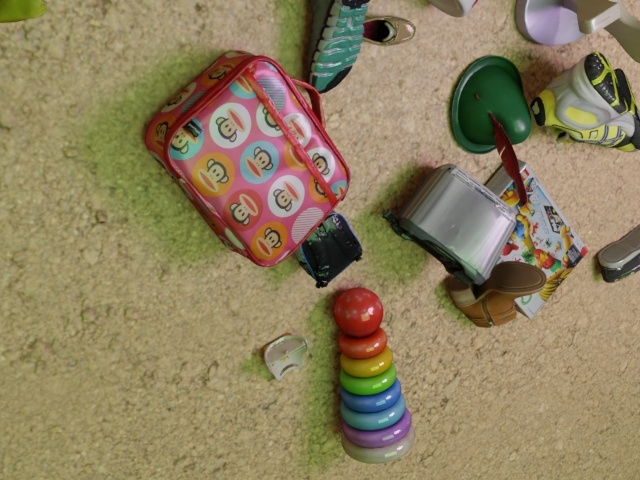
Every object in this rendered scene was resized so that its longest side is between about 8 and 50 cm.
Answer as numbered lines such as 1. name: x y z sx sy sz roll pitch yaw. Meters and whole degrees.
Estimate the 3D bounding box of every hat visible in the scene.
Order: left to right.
1. hat: 0.350 -0.206 1.401 0.173 0.183 0.208 -23 120 -22

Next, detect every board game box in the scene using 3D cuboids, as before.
1. board game box: 0.401 0.001 1.600 0.193 0.053 0.305 -49 126 -3

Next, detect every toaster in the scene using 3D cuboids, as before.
1. toaster: 0.233 -0.035 1.419 0.227 0.129 0.146 36 84 -5

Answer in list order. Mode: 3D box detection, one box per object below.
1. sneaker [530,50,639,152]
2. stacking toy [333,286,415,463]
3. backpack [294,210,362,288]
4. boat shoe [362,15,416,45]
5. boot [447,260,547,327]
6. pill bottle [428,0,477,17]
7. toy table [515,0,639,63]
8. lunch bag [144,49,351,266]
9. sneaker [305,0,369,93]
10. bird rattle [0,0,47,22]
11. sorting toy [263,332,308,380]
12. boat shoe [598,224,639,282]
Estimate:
1. sneaker: 0.512 -0.245 1.514 0.147 0.145 0.385 -24 158 30
2. stacking toy: 0.090 0.238 1.473 0.141 0.141 0.330 -18 112 -24
3. backpack: 0.000 0.000 1.334 0.105 0.084 0.114 -37 128 -12
4. boat shoe: 0.101 -0.333 1.280 0.135 0.045 0.050 -9 114 -28
5. boot: 0.360 0.112 1.559 0.152 0.197 0.073 51 45 -42
6. pill bottle: 0.246 -0.463 1.276 0.108 0.108 0.193 40 87 -36
7. toy table: 0.501 -0.436 1.413 0.274 0.161 0.252 -43 126 -10
8. lunch bag: -0.090 -0.132 1.211 0.258 0.120 0.293 -46 126 -13
9. sneaker: 0.014 -0.336 1.219 0.083 0.098 0.223 -15 141 -39
10. bird rattle: -0.442 -0.241 0.903 0.143 0.207 0.253 43 75 -18
11. sorting toy: -0.062 0.211 1.415 0.083 0.045 0.075 -29 129 -19
12. boat shoe: 0.719 0.020 1.790 0.228 0.081 0.068 -25 124 -12
